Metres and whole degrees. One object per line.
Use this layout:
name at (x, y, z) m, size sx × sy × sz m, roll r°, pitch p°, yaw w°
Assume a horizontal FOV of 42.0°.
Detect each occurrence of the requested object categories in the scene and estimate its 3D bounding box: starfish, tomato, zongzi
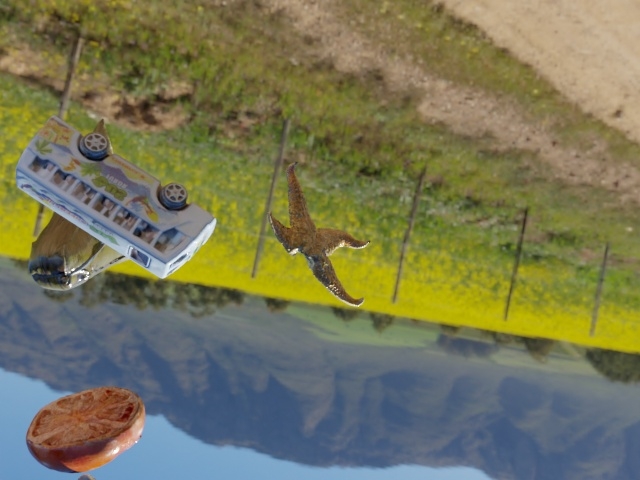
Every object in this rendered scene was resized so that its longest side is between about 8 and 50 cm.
starfish at (-0.001, -0.001, 1.421) m, size 0.050 × 0.138 × 0.247 m, roll -16°, pitch 126°, yaw 43°
tomato at (-0.464, 0.387, 1.666) m, size 0.236 × 0.095 × 0.237 m, roll -7°, pitch -162°, yaw 2°
zongzi at (-0.567, -0.084, 1.955) m, size 0.159 × 0.361 × 0.323 m, roll 4°, pitch -162°, yaw 16°

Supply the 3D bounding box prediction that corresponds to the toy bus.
toy bus at (-0.346, -0.069, 1.411) m, size 0.329 × 0.136 × 0.109 m, roll 32°, pitch 149°, yaw -2°

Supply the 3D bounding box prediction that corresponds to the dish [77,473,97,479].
dish at (-0.441, 0.591, 1.726) m, size 0.081 × 0.230 × 0.229 m, roll -6°, pitch -172°, yaw -43°
